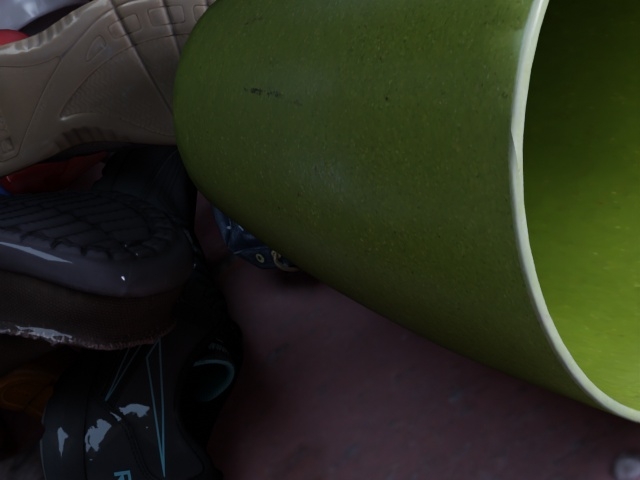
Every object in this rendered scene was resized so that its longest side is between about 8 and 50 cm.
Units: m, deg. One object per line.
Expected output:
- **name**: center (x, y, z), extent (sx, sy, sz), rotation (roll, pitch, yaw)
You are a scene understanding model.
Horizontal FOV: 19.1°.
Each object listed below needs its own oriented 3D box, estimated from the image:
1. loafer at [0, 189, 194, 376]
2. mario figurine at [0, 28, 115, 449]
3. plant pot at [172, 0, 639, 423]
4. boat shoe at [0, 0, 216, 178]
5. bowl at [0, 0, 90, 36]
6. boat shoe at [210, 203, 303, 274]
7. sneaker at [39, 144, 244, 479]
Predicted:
- **loafer**: center (-0.216, 0.041, 1.139), extent (0.366, 0.134, 0.130), rotation (2, 100, 41)
- **mario figurine**: center (-0.205, -0.004, 1.318), extent (0.198, 0.170, 0.320), rotation (-3, 57, -7)
- **plant pot**: center (0.069, -0.066, 0.979), extent (0.293, 0.275, 0.275), rotation (9, 62, 43)
- **boat shoe**: center (-0.127, -0.103, 1.182), extent (0.285, 0.103, 0.092), rotation (-16, 12, 17)
- **bowl**: center (-0.266, -0.209, 1.462), extent (0.289, 0.289, 0.156), rotation (-37, 84, 9)
- **boat shoe**: center (0.000, 0.000, 1.162), extent (0.083, 0.065, 0.183), rotation (-57, 45, 21)
- **sneaker**: center (-0.094, 0.050, 1.182), extent (0.106, 0.101, 0.267), rotation (-6, 58, 20)
